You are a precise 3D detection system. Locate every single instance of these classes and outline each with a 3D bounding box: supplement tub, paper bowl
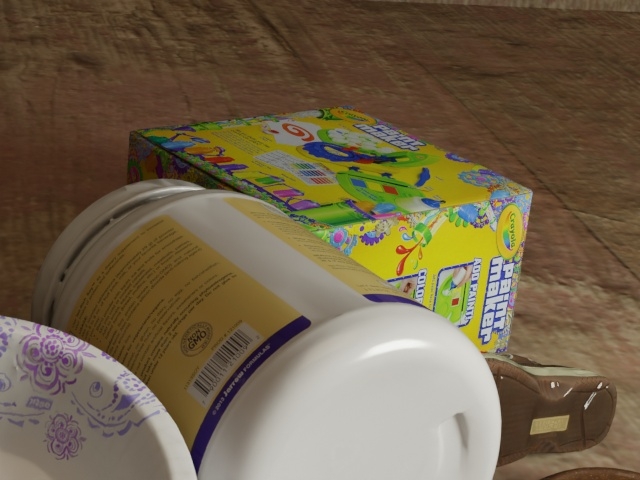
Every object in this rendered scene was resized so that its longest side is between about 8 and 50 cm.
[{"bbox_3d":[-0.054,0.103,1.082,0.241,0.241,0.331,-9,26,-33],"label":"supplement tub"},{"bbox_3d":[-0.219,0.192,0.875,0.284,0.148,0.284,8,43,-8],"label":"paper bowl"}]

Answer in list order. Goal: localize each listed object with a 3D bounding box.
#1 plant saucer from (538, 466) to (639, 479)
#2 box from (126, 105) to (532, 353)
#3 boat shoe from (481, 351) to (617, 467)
[{"bbox_3d":[0.233,0.226,1.130,0.198,0.036,0.198,5,23,-2],"label":"plant saucer"},{"bbox_3d":[0.000,0.000,1.436,0.279,0.177,0.290,-10,27,-35],"label":"box"},{"bbox_3d":[0.138,0.137,1.232,0.257,0.095,0.095,13,5,-45],"label":"boat shoe"}]
